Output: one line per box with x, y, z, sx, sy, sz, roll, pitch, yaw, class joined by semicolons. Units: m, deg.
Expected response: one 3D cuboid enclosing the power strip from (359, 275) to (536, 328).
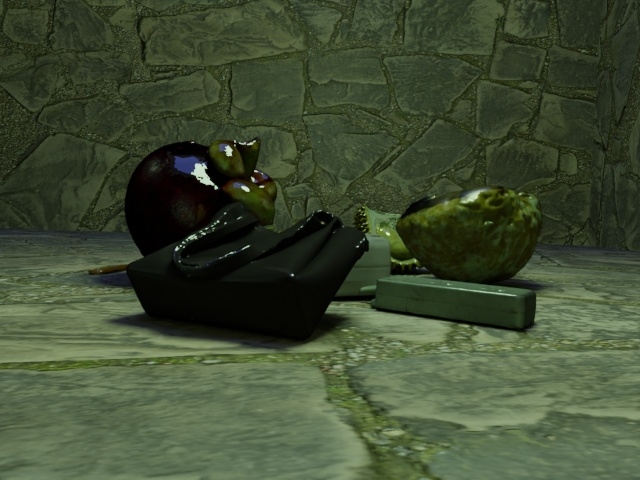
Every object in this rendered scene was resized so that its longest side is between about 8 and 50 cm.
0.184;0.091;0.840;0.287;0.053;0.093;5;4;34;power strip

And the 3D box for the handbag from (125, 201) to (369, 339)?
-0.094;0.026;0.761;0.285;0.114;0.257;3;25;26;handbag

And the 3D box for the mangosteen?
-0.237;-0.079;1.112;0.346;0.307;0.307;-35;-7;14;mangosteen

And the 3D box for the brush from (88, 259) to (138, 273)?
-0.475;0.064;1.340;0.090;0.017;0.314;0;3;14;brush

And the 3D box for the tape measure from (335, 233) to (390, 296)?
-0.009;0.039;1.020;0.258;0.130;0.265;-1;3;-16;tape measure

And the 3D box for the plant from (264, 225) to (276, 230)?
-0.280;-0.039;1.786;0.261;0.297;0.306;-32;22;-1;plant

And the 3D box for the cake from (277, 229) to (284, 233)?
-0.117;0.054;1.561;0.079;0.116;0.185;-4;36;-20;cake

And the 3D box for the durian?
0.225;0.006;1.442;0.306;0.167;0.172;11;5;-4;durian

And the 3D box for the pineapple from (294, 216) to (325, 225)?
0.064;0.010;1.697;0.309;0.141;0.170;8;-25;-24;pineapple

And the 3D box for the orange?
0.355;-0.005;1.191;0.368;0.211;0.270;1;-20;-41;orange
